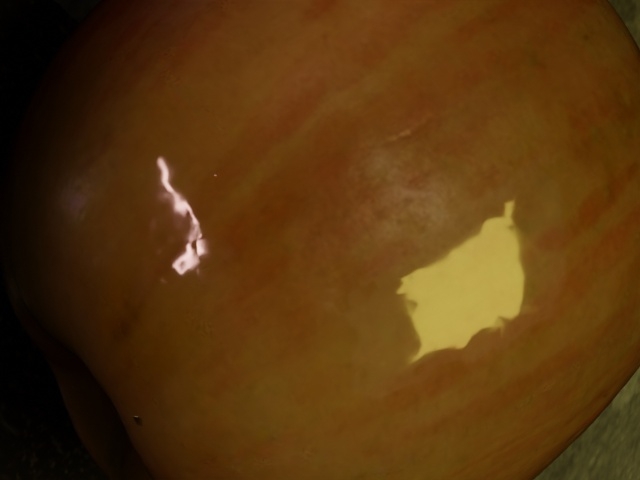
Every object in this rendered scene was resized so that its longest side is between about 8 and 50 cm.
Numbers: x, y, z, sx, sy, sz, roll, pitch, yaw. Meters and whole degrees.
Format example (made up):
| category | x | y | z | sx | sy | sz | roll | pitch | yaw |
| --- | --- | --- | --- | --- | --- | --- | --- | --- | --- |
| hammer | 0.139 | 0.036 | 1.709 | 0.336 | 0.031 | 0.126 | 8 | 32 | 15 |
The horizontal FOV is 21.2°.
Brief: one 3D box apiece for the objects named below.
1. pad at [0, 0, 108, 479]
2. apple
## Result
| category | x | y | z | sx | sy | sz | roll | pitch | yaw |
| --- | --- | --- | --- | --- | --- | --- | --- | --- | --- |
| pad | -0.116 | 0.026 | 0.644 | 0.330 | 0.004 | 0.220 | 43 | 61 | -49 |
| apple | 0.000 | 0.000 | 0.621 | 0.241 | 0.242 | 0.242 | -33 | 123 | -32 |
